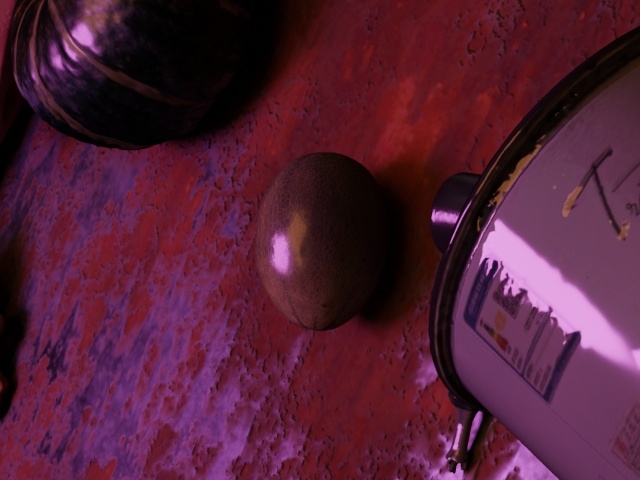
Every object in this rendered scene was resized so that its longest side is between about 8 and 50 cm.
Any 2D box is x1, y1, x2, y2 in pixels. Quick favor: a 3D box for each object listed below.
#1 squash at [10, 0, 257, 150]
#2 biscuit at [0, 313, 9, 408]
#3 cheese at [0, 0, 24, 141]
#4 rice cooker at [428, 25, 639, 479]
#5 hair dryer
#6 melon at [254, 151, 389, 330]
[{"bbox_3d":[-0.168,-0.204,1.024,0.252,0.165,0.252,-30,51,45],"label":"squash"},{"bbox_3d":[-0.403,0.088,1.156,0.166,0.036,0.226,-27,92,-1],"label":"biscuit"},{"bbox_3d":[-0.351,-0.190,1.156,0.203,0.128,0.177,122,166,-84],"label":"cheese"},{"bbox_3d":[0.185,0.026,0.552,0.227,0.241,0.281,44,146,39],"label":"rice cooker"},{"bbox_3d":[0.111,0.058,0.753,0.100,0.057,0.198,15,95,46],"label":"hair dryer"},{"bbox_3d":[0.000,0.000,0.840,0.098,0.098,0.131,-6,69,43],"label":"melon"}]
